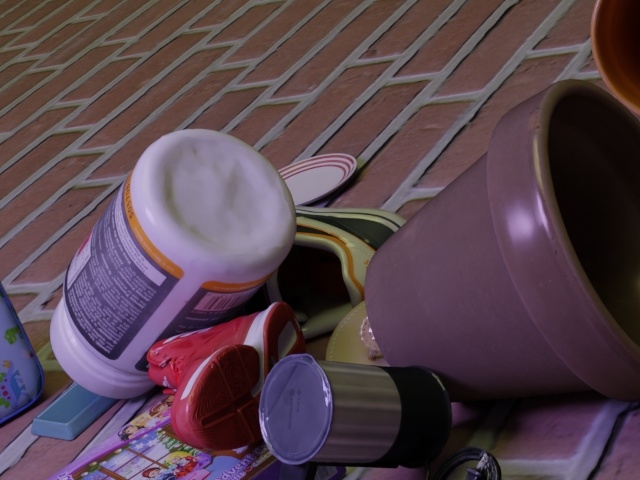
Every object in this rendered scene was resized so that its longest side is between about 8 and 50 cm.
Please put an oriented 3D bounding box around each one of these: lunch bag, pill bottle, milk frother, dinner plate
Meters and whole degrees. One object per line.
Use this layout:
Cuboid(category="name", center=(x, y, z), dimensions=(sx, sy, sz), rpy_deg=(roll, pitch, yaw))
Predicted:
Cuboid(category="lunch bag", center=(-0.400, 0.101, 1.571), dimensions=(0.176, 0.219, 0.090), rpy_deg=(-31, 24, -20))
Cuboid(category="pill bottle", center=(-0.150, 0.031, 1.457), dimensions=(0.162, 0.162, 0.278), rpy_deg=(-45, -2, -44))
Cuboid(category="milk frother", center=(0.048, 0.155, 1.173), dimensions=(0.135, 0.129, 0.143), rpy_deg=(8, -9, -42))
Cuboid(category="dinner plate", center=(-0.020, -0.068, 1.880), dimensions=(0.141, 0.017, 0.141), rpy_deg=(-17, 24, 8))

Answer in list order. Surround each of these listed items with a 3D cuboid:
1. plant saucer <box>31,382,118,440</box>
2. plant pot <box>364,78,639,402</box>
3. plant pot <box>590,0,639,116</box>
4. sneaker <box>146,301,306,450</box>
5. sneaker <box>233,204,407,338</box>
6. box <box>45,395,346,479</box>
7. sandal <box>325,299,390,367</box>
Cuboid(category="plant saucer", center=(-0.217, 0.141, 1.588), dimensions=(0.067, 0.018, 0.192), rpy_deg=(1, 32, 42))
Cuboid(category="plant pot", center=(0.166, 0.027, 1.270), dimensions=(0.229, 0.263, 0.263), rpy_deg=(-25, 17, 35))
Cuboid(category="plant pot", center=(0.410, -0.239, 1.695), dimensions=(0.205, 0.205, 0.188), rpy_deg=(-13, 9, 17))
Cuboid(category="sneaker", center=(-0.103, 0.130, 1.314), dimensions=(0.128, 0.087, 0.221), rpy_deg=(-18, 8, 25))
Cuboid(category="sneaker", center=(-0.065, 0.028, 1.571), dimensions=(0.321, 0.126, 0.127), rpy_deg=(-4, 23, 31))
Cuboid(category="box", center=(-0.151, 0.230, 1.287), dimensions=(0.293, 0.057, 0.201), rpy_deg=(-34, 26, -28))
Cuboid(category="sandal", center=(0.089, 0.045, 1.432), dimensions=(0.088, 0.079, 0.240), rpy_deg=(32, 49, 27))
